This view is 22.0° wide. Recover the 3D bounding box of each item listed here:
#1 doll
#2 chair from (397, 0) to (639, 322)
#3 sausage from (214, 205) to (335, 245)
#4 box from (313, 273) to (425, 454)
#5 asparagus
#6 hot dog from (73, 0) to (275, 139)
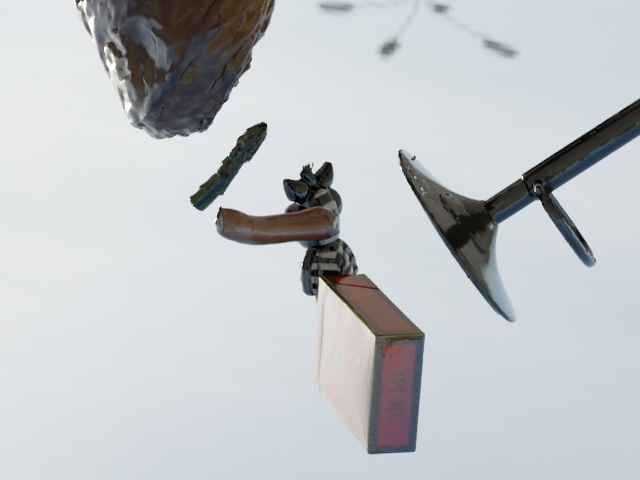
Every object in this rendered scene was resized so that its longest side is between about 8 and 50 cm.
[{"bbox_3d":[0.000,0.000,2.152,0.091,0.219,0.067,-27,-156,-37],"label":"doll"},{"bbox_3d":[0.303,-0.113,1.731,0.226,0.401,0.226,53,-170,-14],"label":"chair"},{"bbox_3d":[-0.053,-0.019,1.948,0.177,0.047,0.040,-3,-142,-40],"label":"sausage"},{"bbox_3d":[0.057,0.147,2.023,0.074,0.153,0.240,-5,-162,-16],"label":"box"},{"bbox_3d":[-0.125,-0.106,2.301,0.036,0.165,0.030,38,-159,-5],"label":"asparagus"},{"bbox_3d":[-0.173,-0.295,1.720,0.174,0.267,0.387,-9,-115,-39],"label":"hot dog"}]
